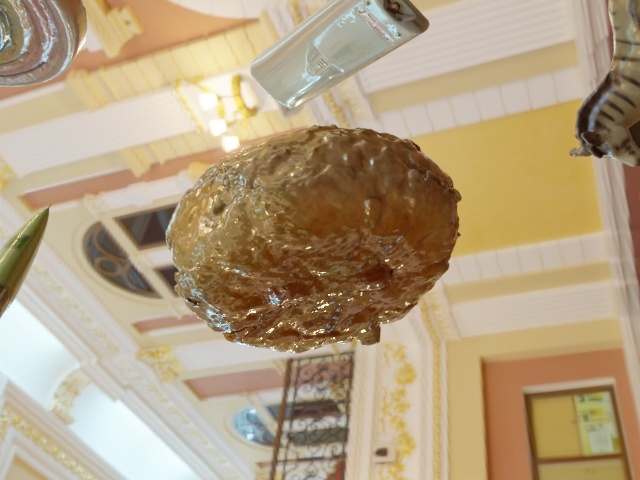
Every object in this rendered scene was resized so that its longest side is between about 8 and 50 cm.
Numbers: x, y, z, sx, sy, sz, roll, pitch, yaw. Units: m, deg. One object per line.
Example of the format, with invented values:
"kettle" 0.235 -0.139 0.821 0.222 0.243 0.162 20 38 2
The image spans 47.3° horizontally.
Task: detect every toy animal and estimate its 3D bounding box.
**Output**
"toy animal" 0.326 -0.193 0.737 0.073 0.175 0.217 -121 14 -68

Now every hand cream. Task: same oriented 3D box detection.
"hand cream" -0.353 0.036 0.815 0.046 0.095 0.175 32 -146 -22

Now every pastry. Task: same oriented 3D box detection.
"pastry" 0.000 0.000 0.780 0.330 0.329 0.136 50 -163 -55

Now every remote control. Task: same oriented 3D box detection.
"remote control" 0.011 -0.256 0.993 0.103 0.293 0.051 38 -124 -24

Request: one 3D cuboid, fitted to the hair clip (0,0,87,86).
"hair clip" -0.194 -0.117 0.343 0.140 0.220 0.054 35 -122 -57
